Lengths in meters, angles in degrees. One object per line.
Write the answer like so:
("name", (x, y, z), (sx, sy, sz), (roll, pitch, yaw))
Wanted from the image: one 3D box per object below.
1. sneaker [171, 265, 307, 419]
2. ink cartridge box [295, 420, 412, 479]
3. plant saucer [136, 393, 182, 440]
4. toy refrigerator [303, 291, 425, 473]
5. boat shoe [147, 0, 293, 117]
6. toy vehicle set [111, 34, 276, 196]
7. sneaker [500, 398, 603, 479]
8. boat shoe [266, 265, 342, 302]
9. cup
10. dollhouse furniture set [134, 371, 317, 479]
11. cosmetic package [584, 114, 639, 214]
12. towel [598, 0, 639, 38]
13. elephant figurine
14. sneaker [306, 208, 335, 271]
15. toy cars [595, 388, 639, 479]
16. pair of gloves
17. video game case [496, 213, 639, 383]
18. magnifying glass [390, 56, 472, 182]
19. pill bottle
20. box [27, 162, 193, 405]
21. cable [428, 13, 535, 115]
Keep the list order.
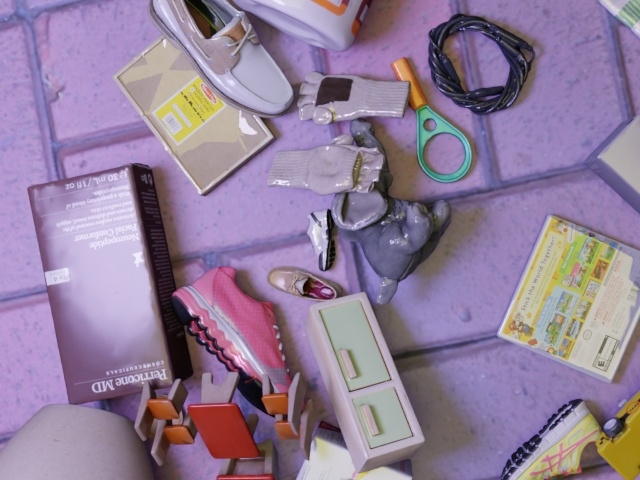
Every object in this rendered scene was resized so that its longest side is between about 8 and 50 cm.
("sneaker", (-0.107, 0.173, 1.536), (0.136, 0.116, 0.314), (-43, 97, -25))
("ink cartridge box", (0.052, 0.403, 1.510), (0.176, 0.128, 0.127), (23, 92, 4))
("plant saucer", (-0.284, 0.313, 1.600), (0.083, 0.015, 0.083), (0, 91, 5))
("toy refrigerator", (0.067, 0.225, 1.463), (0.102, 0.094, 0.269), (-12, 63, -16))
("boat shoe", (-0.161, -0.328, 1.516), (0.302, 0.103, 0.113), (40, 59, -4))
("toy vehicle set", (-0.222, -0.233, 1.584), (0.166, 0.035, 0.267), (-37, 87, 4))
("sneaker", (0.388, 0.365, 1.501), (0.208, 0.081, 0.094), (-44, 88, 4))
("boat shoe", (-0.030, 0.075, 1.560), (0.135, 0.045, 0.050), (12, 91, 6))
("cup", (-0.408, 0.406, 1.488), (0.331, 0.331, 0.237), (6, 66, 6))
("dollhouse furniture set", (-0.140, 0.336, 1.454), (0.262, 0.259, 0.135), (-5, 45, 13))
("cosmetic package", (0.554, -0.086, 1.462), (0.238, 0.127, 0.107), (41, 94, 6))
("towel", (0.611, -0.435, 1.501), (0.325, 0.038, 0.248), (45, 95, 4))
("elephant figurine", (0.086, -0.056, 1.513), (0.239, 0.186, 0.169), (37, 137, 15))
("sneaker", (0.000, 0.000, 1.565), (0.043, 0.040, 0.109), (-3, 86, 22))
("toy cars", (0.523, 0.398, 1.487), (0.176, 0.087, 0.394), (3, 95, -6))
("pair of gloves", (0.027, -0.180, 1.500), (0.204, 0.042, 0.240), (10, 66, 29))
("video game case", (0.436, 0.098, 1.524), (0.206, 0.026, 0.227), (23, 93, 5))
("magnifying glass", (0.184, -0.206, 1.550), (0.092, 0.026, 0.231), (-26, 87, 5))
("pill bottle", (0.026, -0.530, 1.466), (0.224, 0.224, 0.392), (25, 92, 5))
("box", (-0.358, 0.073, 1.548), (0.191, 0.143, 0.381), (-12, 90, 5))
("cable", (0.261, -0.302, 1.537), (0.184, 0.047, 0.150), (29, 98, 3))
